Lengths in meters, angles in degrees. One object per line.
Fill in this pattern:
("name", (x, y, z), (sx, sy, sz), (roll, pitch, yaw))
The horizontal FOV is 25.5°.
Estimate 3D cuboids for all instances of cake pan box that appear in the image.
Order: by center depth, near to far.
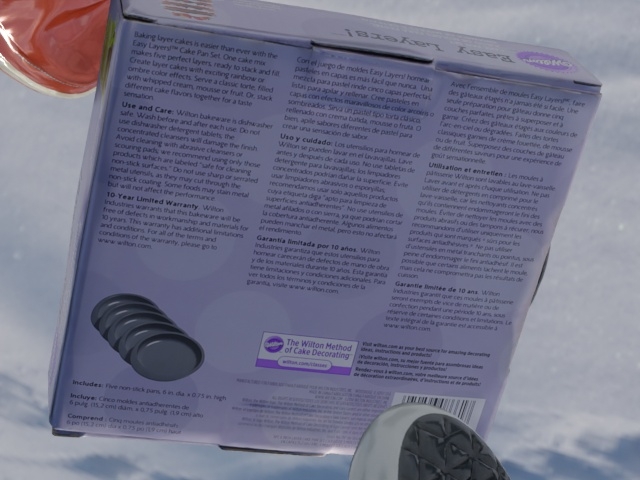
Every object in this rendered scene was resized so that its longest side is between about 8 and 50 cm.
("cake pan box", (0.000, 0.000, 0.767), (0.266, 0.070, 0.246), (6, 119, -14))

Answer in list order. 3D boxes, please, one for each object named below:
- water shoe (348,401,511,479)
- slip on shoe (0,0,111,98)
("water shoe", (0.028, 0.152, 0.418), (0.080, 0.203, 0.073), (-19, 170, 41))
("slip on shoe", (-0.143, -0.180, 0.766), (0.101, 0.123, 0.331), (21, 153, 12))
